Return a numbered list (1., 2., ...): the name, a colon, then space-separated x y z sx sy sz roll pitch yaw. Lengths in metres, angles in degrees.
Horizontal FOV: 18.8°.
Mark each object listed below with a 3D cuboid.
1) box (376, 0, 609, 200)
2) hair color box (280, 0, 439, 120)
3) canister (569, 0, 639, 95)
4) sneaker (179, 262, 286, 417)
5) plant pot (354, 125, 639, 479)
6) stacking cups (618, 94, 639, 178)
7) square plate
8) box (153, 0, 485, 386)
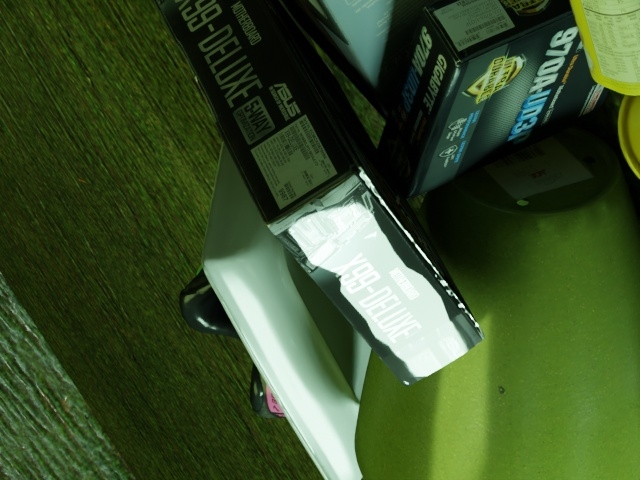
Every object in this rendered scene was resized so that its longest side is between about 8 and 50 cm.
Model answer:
1. box: 0.139 -0.125 1.378 0.051 0.175 0.220 60 162 18
2. hair color box: 0.013 -0.223 1.381 0.185 0.113 0.374 50 -179 22
3. canister: 0.203 -0.191 1.216 0.073 0.126 0.170 28 152 44
4. sneaker: 0.036 0.139 2.004 0.482 0.202 0.185 32 153 41
5. plant pot: 0.163 0.058 1.577 0.274 0.274 0.294 34 139 38
6. stacking cups: 0.300 -0.097 1.211 0.096 0.096 0.316 53 160 -6
7. square plate: 0.000 0.000 1.736 0.049 0.347 0.344 -8 136 19
8. box: -0.010 -0.070 1.434 0.242 0.076 0.307 50 -171 -49
